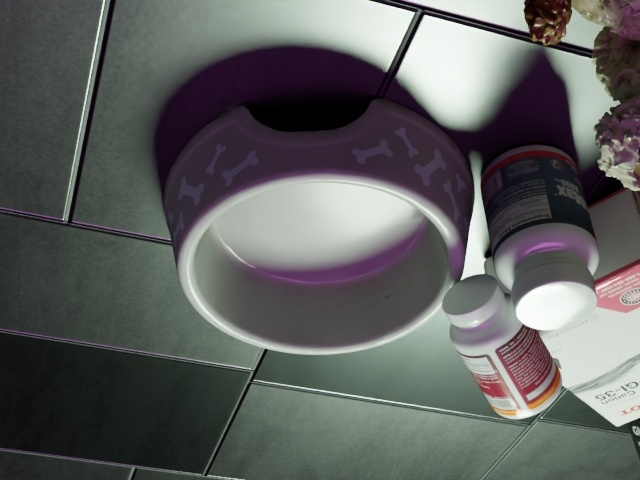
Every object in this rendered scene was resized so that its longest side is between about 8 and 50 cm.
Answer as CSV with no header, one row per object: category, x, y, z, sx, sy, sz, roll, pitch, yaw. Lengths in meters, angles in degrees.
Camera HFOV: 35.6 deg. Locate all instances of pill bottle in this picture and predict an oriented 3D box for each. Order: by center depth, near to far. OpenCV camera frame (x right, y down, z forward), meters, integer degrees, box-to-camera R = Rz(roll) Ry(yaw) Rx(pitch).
pill bottle,0.229,-0.002,1.032,0.108,0.180,0.108,-1,139,-1
pill bottle,0.193,0.112,1.070,0.086,0.086,0.152,-22,118,22

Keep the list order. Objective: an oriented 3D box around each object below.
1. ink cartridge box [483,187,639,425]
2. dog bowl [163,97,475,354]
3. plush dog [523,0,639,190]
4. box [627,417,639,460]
ink cartridge box,0.362,0.088,1.185,0.207,0.117,0.283,-31,130,30
dog bowl,0.000,0.000,1.088,0.348,0.102,0.349,-1,140,-1
plush dog,0.299,-0.207,0.834,0.262,0.210,0.225,-35,112,17
box,0.565,0.203,1.185,0.293,0.073,0.295,-19,177,-11
